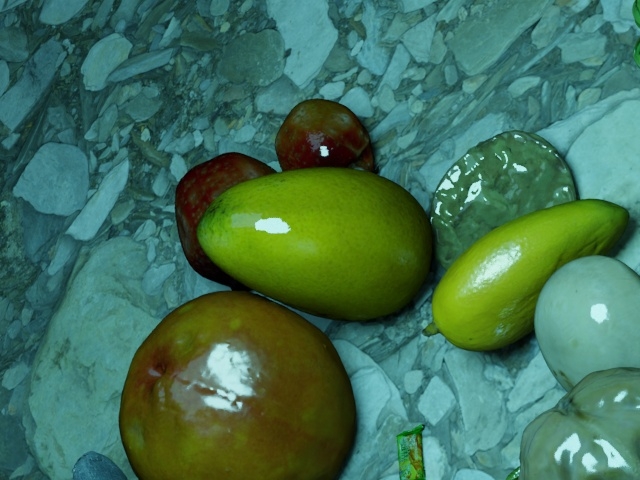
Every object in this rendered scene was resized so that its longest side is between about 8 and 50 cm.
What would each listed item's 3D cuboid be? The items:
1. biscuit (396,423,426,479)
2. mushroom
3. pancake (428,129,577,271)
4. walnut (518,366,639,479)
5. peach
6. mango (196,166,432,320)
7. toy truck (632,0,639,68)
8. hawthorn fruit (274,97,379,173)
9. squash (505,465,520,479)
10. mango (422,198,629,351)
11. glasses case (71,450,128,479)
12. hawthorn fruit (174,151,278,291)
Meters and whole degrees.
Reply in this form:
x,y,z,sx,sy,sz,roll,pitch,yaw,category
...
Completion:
x,y,z,sx,sy,sz,roll,pitch,yaw,category
0.127,0.304,1.747,0.046,0.016,0.089,-21,54,29,biscuit
0.376,0.107,1.559,0.204,0.204,0.204,-19,55,30,mushroom
0.269,-0.040,1.806,0.242,0.050,0.241,-10,72,32,pancake
0.359,0.280,1.412,0.227,0.273,0.273,-31,43,61,walnut
-0.130,0.242,1.792,0.343,0.302,0.342,-19,55,29,peach
0.000,0.000,1.776,0.264,0.378,0.221,1,83,47,mango
0.533,-0.310,1.686,0.211,0.148,0.187,3,63,18,toy truck
0.022,-0.138,1.989,0.194,0.157,0.157,30,87,41,hawthorn fruit
0.181,0.419,1.586,0.094,0.094,0.341,33,88,45,squash
0.273,0.044,1.663,0.317,0.176,0.119,-36,48,9,mango
-0.324,0.454,1.966,0.067,0.109,0.282,-37,48,14,glasses case
-0.140,-0.047,2.041,0.215,0.215,0.249,-40,45,15,hawthorn fruit
